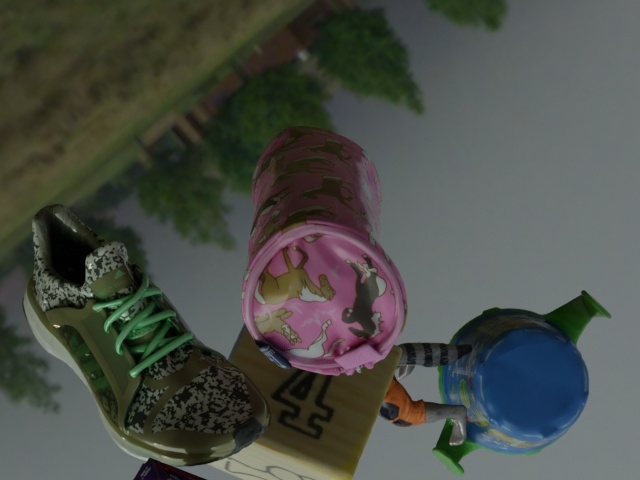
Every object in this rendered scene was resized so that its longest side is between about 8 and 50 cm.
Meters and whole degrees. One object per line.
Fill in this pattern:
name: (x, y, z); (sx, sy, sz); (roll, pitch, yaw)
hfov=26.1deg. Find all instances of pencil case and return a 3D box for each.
pencil case: (0.000, 0.000, 1.446); (0.386, 0.160, 0.167); (-95, -155, -69)

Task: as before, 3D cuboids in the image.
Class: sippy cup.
sippy cup: (0.304, 0.215, 2.088); (0.224, 0.240, 0.306); (97, 1, -85)

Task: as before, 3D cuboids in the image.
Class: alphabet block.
alphabet block: (-0.033, 0.207, 1.747); (0.192, 0.197, 0.193); (114, 0, -66)

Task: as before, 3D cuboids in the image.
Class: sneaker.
sneaker: (-0.216, 0.094, 1.518); (0.158, 0.410, 0.182); (-35, 139, -26)

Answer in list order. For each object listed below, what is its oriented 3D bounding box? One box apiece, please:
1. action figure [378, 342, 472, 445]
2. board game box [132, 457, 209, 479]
action figure: (0.040, 0.144, 2.006); (0.178, 0.330, 0.341); (-49, -143, 25)
board game box: (-0.203, 0.404, 1.455); (0.347, 0.208, 0.056); (-55, -136, 1)
